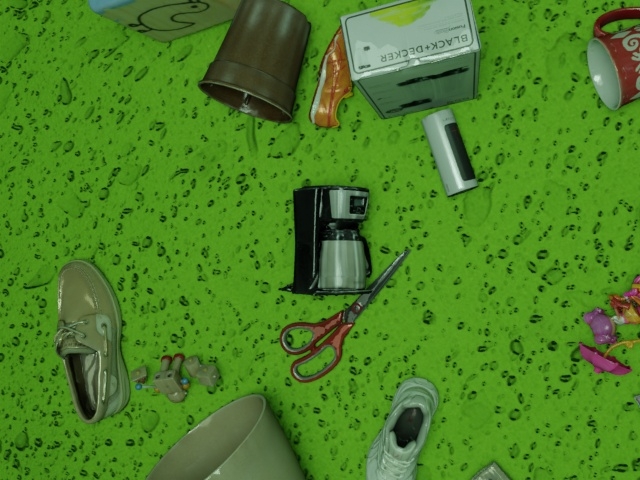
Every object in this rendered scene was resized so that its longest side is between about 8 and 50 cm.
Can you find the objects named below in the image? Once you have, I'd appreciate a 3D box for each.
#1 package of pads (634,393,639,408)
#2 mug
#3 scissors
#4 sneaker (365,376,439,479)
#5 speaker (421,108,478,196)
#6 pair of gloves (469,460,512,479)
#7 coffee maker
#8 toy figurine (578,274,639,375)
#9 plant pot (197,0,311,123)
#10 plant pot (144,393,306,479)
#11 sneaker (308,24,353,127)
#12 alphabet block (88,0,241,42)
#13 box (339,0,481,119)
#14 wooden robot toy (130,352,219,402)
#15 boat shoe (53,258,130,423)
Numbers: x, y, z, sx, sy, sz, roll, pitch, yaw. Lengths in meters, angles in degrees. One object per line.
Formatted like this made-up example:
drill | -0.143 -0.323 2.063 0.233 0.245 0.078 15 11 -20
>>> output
package of pads | 0.531 0.252 0.960 0.083 0.032 0.050 -20 88 13
mug | 0.493 -0.293 0.923 0.169 0.113 0.150 -20 88 10
scissors | 0.057 0.136 1.083 0.297 0.021 0.109 -34 81 11
sneaker | 0.122 0.340 1.018 0.090 0.115 0.232 16 95 13
speaker | 0.209 -0.143 1.021 0.055 0.055 0.136 -19 86 13
pair of gloves | 0.281 0.508 1.021 0.204 0.042 0.240 39 97 14
coffee maker | 0.000 0.000 1.037 0.171 0.120 0.178 -1 87 21
toy figurine | 0.464 0.130 0.945 0.159 0.130 0.173 -28 63 22
plant pot | -0.100 -0.304 1.046 0.166 0.167 0.165 18 88 13
plant pot | -0.113 0.442 1.032 0.256 0.256 0.274 -34 100 12
sneaker | 0.028 -0.278 1.068 0.067 0.064 0.175 13 99 -7
alphabet block | -0.262 -0.469 1.046 0.192 0.197 0.194 -9 89 22
box | 0.142 -0.260 0.915 0.169 0.290 0.087 -11 89 14
wooden robot toy | -0.259 0.259 1.148 0.173 0.076 0.079 -9 124 13
boat shoe | -0.434 0.183 1.158 0.109 0.098 0.303 -12 88 13
